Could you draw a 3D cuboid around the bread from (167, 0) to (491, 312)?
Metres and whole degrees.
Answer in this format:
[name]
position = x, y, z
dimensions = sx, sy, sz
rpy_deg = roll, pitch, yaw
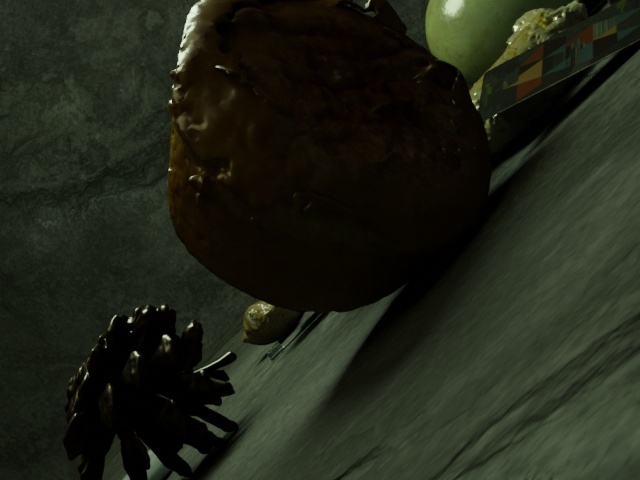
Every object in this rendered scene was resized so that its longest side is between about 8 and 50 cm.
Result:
[bread]
position = -0.005, -0.099, 1.233
dimensions = 0.204, 0.336, 0.358
rpy_deg = -55, 17, 40

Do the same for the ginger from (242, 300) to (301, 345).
[ginger]
position = -0.075, 0.126, 1.921
dimensions = 0.096, 0.067, 0.165
rpy_deg = -45, -10, 12

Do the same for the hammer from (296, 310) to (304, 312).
[hammer]
position = 0.000, 0.000, 1.840
dimensions = 0.409, 0.095, 0.243
rpy_deg = 47, -122, -78

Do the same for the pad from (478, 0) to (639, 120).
[pad]
position = 0.264, -0.202, 1.323
dimensions = 0.211, 0.003, 0.143
rpy_deg = -27, 22, 25

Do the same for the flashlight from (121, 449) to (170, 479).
[flashlight]
position = -0.245, 0.331, 1.601
dimensions = 0.093, 0.047, 0.200
rpy_deg = -44, 0, 21

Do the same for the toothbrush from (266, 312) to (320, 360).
[toothbrush]
position = -0.015, 0.109, 1.716
dimensions = 0.167, 0.014, 0.011
rpy_deg = -45, -6, 11

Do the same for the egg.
[egg]
position = 0.313, -0.385, 2.026
dimensions = 0.295, 0.218, 0.218
rpy_deg = -33, 4, 6

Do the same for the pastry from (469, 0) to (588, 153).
[pastry]
position = 0.241, -0.195, 1.468
dimensions = 0.121, 0.089, 0.258
rpy_deg = -2, 35, 46

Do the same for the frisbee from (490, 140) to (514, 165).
[frisbee]
position = 0.211, -0.108, 1.510
dimensions = 0.110, 0.014, 0.110
rpy_deg = -46, 3, 3

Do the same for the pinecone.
[pinecone]
position = -0.195, 0.186, 1.424
dimensions = 0.202, 0.201, 0.229
rpy_deg = -113, 30, -64

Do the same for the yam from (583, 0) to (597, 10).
[yam]
position = 0.432, -0.439, 2.151
dimensions = 0.194, 0.107, 0.107
rpy_deg = -43, 3, 34

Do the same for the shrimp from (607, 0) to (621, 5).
[shrimp]
position = 0.437, -0.386, 1.687
dimensions = 0.074, 0.073, 0.190
rpy_deg = 6, 44, 27
